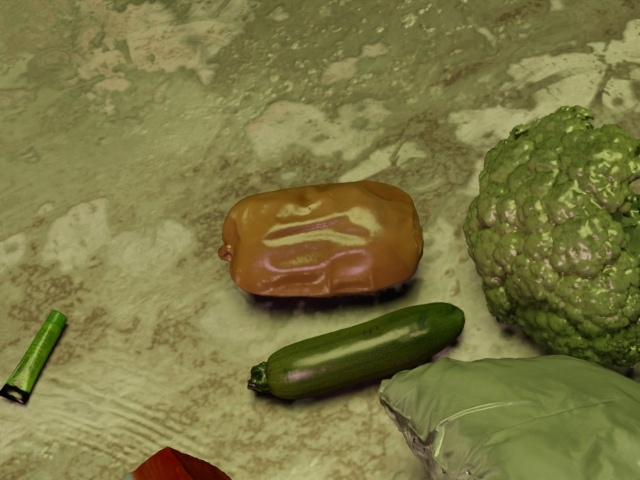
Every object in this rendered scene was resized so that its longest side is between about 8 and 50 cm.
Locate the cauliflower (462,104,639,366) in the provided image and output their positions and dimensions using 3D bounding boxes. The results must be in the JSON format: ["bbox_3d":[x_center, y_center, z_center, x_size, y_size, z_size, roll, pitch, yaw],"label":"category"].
[{"bbox_3d":[0.295,-0.008,1.356,0.250,0.275,0.272,5,7,-30],"label":"cauliflower"}]

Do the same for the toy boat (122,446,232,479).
[{"bbox_3d":[-0.080,0.351,1.161,0.133,0.145,0.332,-49,53,1],"label":"toy boat"}]

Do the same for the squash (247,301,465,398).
[{"bbox_3d":[0.041,0.125,1.361,0.258,0.069,0.069,-18,50,-3],"label":"squash"}]

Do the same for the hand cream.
[{"bbox_3d":[-0.338,0.138,1.454,0.036,0.023,0.122,18,58,10],"label":"hand cream"}]

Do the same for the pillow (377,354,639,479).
[{"bbox_3d":[0.216,0.195,1.139,0.283,0.138,0.310,1,18,-23],"label":"pillow"}]

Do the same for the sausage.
[{"bbox_3d":[0.000,-0.001,1.437,0.241,0.120,0.136,-4,39,9],"label":"sausage"}]
